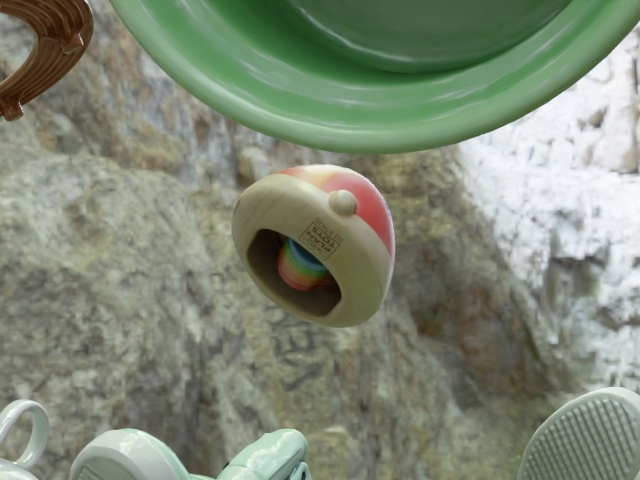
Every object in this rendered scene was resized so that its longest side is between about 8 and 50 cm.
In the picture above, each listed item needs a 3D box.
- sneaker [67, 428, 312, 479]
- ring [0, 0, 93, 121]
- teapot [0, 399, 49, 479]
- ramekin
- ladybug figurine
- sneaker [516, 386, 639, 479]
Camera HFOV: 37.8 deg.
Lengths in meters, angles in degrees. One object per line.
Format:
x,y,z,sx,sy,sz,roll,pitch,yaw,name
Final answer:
-0.076,0.165,0.643,0.151,0.094,0.255,-54,-30,-32,sneaker
-0.367,-0.148,0.868,0.032,0.337,0.336,65,-167,7,ring
-0.397,0.359,1.105,0.252,0.256,0.187,58,-170,8,teapot
0.041,-0.201,0.461,0.148,0.304,0.303,-30,-64,-67,ramekin
0.000,0.000,1.614,0.162,0.305,0.449,-50,1,-24,ladybug figurine
0.355,0.309,1.282,0.150,0.135,0.366,-28,-29,-43,sneaker
